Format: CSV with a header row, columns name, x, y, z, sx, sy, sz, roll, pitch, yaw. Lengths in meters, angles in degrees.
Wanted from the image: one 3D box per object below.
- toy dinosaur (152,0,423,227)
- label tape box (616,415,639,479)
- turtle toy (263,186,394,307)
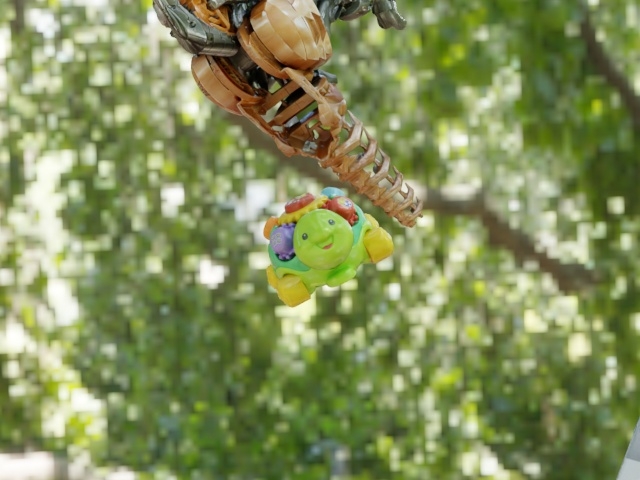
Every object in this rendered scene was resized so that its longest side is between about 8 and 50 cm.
name,x,y,z,sx,sy,sz,roll,pitch,yaw
toy dinosaur,-0.044,-0.147,1.365,0.164,0.322,0.218,-11,17,24
label tape box,0.266,0.277,1.391,0.115,0.347,0.249,13,-17,31
turtle toy,0.000,0.000,1.462,0.095,0.066,0.130,-29,15,-3
